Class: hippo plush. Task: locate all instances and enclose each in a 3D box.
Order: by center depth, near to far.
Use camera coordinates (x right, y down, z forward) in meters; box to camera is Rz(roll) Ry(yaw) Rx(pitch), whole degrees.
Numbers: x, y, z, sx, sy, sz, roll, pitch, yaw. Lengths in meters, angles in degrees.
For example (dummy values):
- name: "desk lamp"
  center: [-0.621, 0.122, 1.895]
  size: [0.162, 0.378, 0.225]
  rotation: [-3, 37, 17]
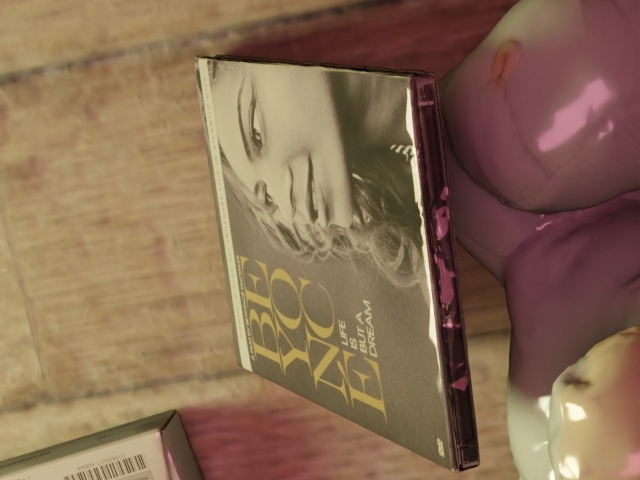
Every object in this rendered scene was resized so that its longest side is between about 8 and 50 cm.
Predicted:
- name: "hippo plush"
  center: [0.156, 0.002, 0.735]
  size: [0.234, 0.294, 0.236]
  rotation: [-15, 75, -13]

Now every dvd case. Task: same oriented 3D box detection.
- name: "dvd case"
  center: [0.000, 0.000, 0.748]
  size: [0.018, 0.221, 0.164]
  rotation: [-13, 103, -24]

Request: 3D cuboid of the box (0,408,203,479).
- name: "box"
  center: [-0.114, 0.200, 0.893]
  size: [0.145, 0.038, 0.186]
  rotation: [-18, 99, 14]
